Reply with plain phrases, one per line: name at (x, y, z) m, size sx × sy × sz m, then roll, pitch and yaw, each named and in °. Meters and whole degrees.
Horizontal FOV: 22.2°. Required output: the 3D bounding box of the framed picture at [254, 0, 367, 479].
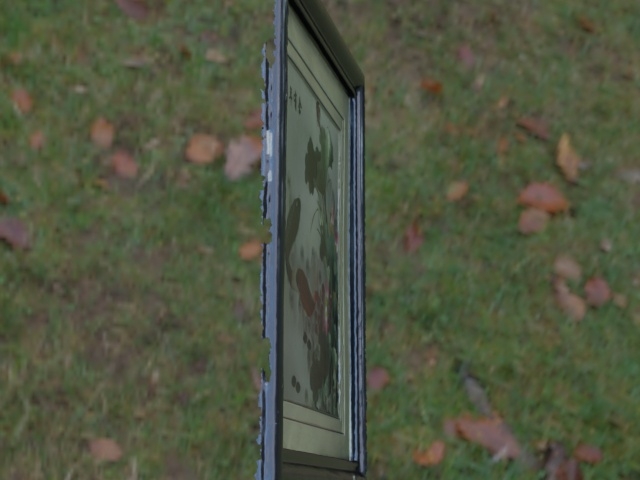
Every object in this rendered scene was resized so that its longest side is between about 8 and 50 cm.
framed picture at (0.000, 0.000, 0.655) m, size 0.010 × 0.195 × 0.199 m, roll -2°, pitch 80°, yaw 10°
